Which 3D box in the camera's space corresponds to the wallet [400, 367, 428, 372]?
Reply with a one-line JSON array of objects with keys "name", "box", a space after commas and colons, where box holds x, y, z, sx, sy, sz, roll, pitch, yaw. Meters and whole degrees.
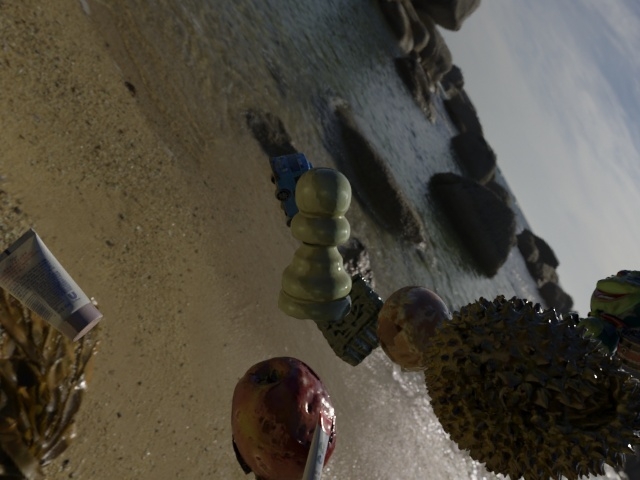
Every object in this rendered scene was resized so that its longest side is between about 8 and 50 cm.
[{"name": "wallet", "box": [0.272, 0.324, 1.231, 0.061, 0.122, 0.025, -63, 145, -71]}]

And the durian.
[{"name": "durian", "box": [0.288, 0.209, 0.663, 0.293, 0.258, 0.258, 35, 14, 21]}]

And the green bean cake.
[{"name": "green bean cake", "box": [0.113, 0.262, 1.598, 0.132, 0.241, 0.255, 40, 8, -39]}]

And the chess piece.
[{"name": "chess piece", "box": [0.000, 0.000, 1.065, 0.182, 0.182, 0.330, -34, 131, -67]}]

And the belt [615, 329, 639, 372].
[{"name": "belt", "box": [0.929, 0.320, 1.149, 0.126, 0.359, 0.094, -24, 117, -37]}]

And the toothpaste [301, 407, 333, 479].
[{"name": "toothpaste", "box": [-0.010, 0.391, 0.813, 0.048, 0.031, 0.190, 52, 41, -36]}]

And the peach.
[{"name": "peach", "box": [-0.123, 0.622, 1.576, 0.339, 0.353, 0.417, -21, 111, -29]}]

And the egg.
[{"name": "egg", "box": [0.238, 0.216, 1.188, 0.195, 0.195, 0.233, 45, 37, -36]}]

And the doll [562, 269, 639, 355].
[{"name": "doll", "box": [0.873, 0.212, 1.372, 0.186, 0.322, 0.198, 52, -3, -7]}]

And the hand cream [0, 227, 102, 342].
[{"name": "hand cream", "box": [-0.593, 0.108, 1.010, 0.248, 0.133, 0.083, 48, -14, -3]}]

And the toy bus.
[{"name": "toy bus", "box": [-0.071, -0.148, 1.427, 0.116, 0.133, 0.234, -109, -178, -47]}]
